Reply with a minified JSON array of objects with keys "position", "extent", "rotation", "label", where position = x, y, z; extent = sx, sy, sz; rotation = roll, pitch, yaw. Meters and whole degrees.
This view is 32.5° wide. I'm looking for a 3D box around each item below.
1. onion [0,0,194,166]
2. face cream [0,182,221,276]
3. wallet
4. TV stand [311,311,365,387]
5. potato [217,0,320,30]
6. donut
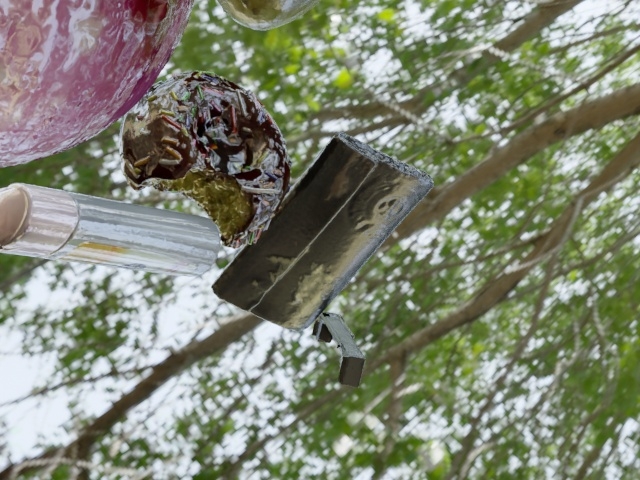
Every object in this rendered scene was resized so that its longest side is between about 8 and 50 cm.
[{"position":[-0.266,-0.177,0.694],"extent":[0.358,0.358,0.345],"rotation":[51,-46,6],"label":"onion"},{"position":[-0.236,-0.009,1.200],"extent":[0.107,0.269,0.073],"rotation":[-21,-111,37],"label":"face cream"},{"position":[0.000,0.000,1.507],"extent":[0.321,0.170,0.044],"rotation":[-50,-146,28],"label":"wallet"},{"position":[0.028,0.167,1.731],"extent":[0.040,0.256,0.049],"rotation":[11,-80,-11],"label":"TV stand"},{"position":[-0.057,-0.424,1.497],"extent":[0.173,0.307,0.210],"rotation":[2,-28,35],"label":"potato"},{"position":[-0.128,-0.111,1.350],"extent":[0.230,0.216,0.096],"rotation":[40,-47,-15],"label":"donut"}]
